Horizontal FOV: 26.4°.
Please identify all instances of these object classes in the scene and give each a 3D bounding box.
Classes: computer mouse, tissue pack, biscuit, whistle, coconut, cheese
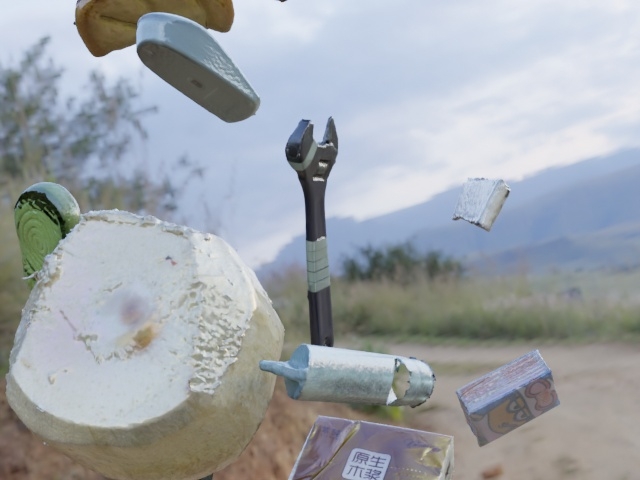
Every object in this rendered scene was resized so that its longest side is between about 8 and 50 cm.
[{"bbox_3d":[-0.185,-0.272,2.106,0.128,0.231,0.079,-16,39,60],"label":"computer mouse"},{"bbox_3d":[0.072,0.362,2.031,0.226,0.092,0.183,9,41,17],"label":"tissue pack"},{"bbox_3d":[-0.298,-0.420,2.469,0.299,0.045,0.154,-14,-46,-17],"label":"biscuit"},{"bbox_3d":[0.036,0.150,1.501,0.062,0.062,0.312,-20,-17,26],"label":"whistle"},{"bbox_3d":[-0.186,0.128,1.513,0.297,0.297,0.254,-17,-22,6],"label":"coconut"},{"bbox_3d":[0.258,-0.063,2.222,0.034,0.085,0.400,25,2,-3],"label":"cheese"},{"bbox_3d":[0.308,0.259,2.239,0.155,0.065,0.115,-28,-38,-4],"label":"tissue pack"}]

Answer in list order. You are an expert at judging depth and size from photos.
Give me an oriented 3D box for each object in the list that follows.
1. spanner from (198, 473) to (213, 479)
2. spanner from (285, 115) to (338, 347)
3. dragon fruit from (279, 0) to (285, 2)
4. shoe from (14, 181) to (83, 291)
[{"bbox_3d":[-0.153,0.258,1.878,0.040,0.325,0.095,12,-9,-20],"label":"spanner"},{"bbox_3d":[0.000,0.000,1.625,0.024,0.316,0.087,12,30,31],"label":"spanner"},{"bbox_3d":[-0.033,-0.455,1.758,0.295,0.296,0.301,-21,-10,31],"label":"dragon fruit"},{"bbox_3d":[-0.398,0.005,2.081,0.128,0.140,0.262,-46,-23,-41],"label":"shoe"}]
